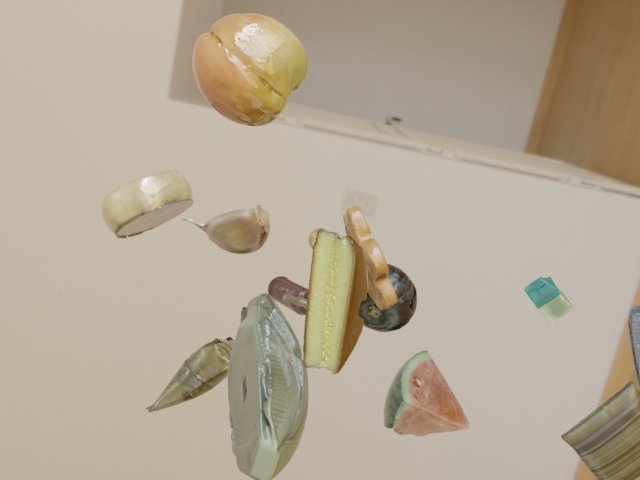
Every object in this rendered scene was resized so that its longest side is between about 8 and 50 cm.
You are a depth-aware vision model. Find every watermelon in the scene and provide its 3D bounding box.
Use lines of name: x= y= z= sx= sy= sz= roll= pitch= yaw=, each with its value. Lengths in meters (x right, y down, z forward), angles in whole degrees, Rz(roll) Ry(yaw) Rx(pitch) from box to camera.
watermelon: x=0.349 y=0.530 z=2.098 sx=0.283 sy=0.293 sz=0.250 roll=-26 pitch=-71 yaw=-75

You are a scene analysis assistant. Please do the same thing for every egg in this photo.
egg: x=0.000 y=0.000 z=1.759 sx=0.083 sy=0.071 sz=0.071 roll=32 pitch=113 yaw=59

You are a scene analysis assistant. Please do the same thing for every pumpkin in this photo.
pumpkin: x=0.188 y=0.176 z=1.906 sx=0.163 sy=0.233 sz=0.233 roll=-54 pitch=-16 yaw=-42

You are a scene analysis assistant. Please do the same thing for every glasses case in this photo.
glasses case: x=0.812 y=0.301 z=1.513 sx=0.109 sy=0.067 sz=0.282 roll=5 pitch=-103 yaw=-55

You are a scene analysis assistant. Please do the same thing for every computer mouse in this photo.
computer mouse: x=-0.108 y=0.320 z=1.351 sx=0.228 sy=0.146 sz=0.428 roll=120 pitch=150 yaw=-44

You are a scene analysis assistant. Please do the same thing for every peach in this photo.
peach: x=-0.118 y=-0.282 z=0.998 sx=0.184 sy=0.184 sz=0.184 roll=-168 pitch=90 yaw=-89

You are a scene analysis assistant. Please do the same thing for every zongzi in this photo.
zongzi: x=-0.380 y=0.422 z=1.895 sx=0.289 sy=0.123 sz=0.260 roll=-40 pitch=-7 yaw=-1

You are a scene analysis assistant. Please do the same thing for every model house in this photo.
model house: x=0.806 y=0.197 z=2.179 sx=0.100 sy=0.149 sz=0.127 roll=-41 pitch=15 yaw=17

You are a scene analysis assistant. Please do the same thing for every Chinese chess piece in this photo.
Chinese chess piece: x=-0.514 y=-0.108 z=1.824 sx=0.112 sy=0.270 sz=0.270 roll=64 pitch=177 yaw=2

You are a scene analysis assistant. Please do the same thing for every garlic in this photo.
garlic: x=-0.264 y=-0.025 z=1.805 sx=0.128 sy=0.267 sz=0.148 roll=-61 pitch=-41 yaw=-72

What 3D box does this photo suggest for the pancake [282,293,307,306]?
pancake: x=-0.001 y=0.197 z=1.814 sx=0.235 sy=0.212 sz=0.029 roll=24 pitch=-101 yaw=-64

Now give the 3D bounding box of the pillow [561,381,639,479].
pillow: x=0.701 y=0.464 z=1.423 sx=0.208 sy=0.212 sz=0.052 roll=-40 pitch=10 yaw=7

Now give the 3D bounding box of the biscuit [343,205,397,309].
biscuit: x=0.119 y=0.057 z=1.568 sx=0.355 sy=0.052 sz=0.275 roll=77 pitch=170 yaw=-68

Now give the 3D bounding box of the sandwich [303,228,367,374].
sandwich: x=0.029 y=0.107 z=1.075 sx=0.088 sy=0.090 sz=0.244 roll=19 pitch=-103 yaw=-66

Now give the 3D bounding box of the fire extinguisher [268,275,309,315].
fire extinguisher: x=-0.084 y=0.203 z=2.117 sx=0.269 sy=0.105 sz=0.104 roll=19 pitch=98 yaw=57
